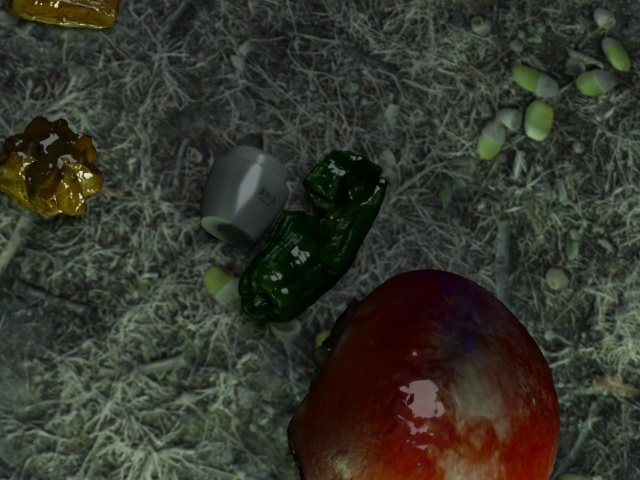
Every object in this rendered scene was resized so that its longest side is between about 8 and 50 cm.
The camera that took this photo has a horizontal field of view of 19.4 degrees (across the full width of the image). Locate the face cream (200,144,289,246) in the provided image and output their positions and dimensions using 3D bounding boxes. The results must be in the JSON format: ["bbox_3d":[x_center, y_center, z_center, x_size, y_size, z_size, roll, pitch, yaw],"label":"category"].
[{"bbox_3d":[-0.085,-0.049,2.055,0.091,0.091,0.095,25,69,-4],"label":"face cream"}]

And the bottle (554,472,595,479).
[{"bbox_3d":[0.244,0.346,1.973,0.072,0.072,0.201,29,61,-2],"label":"bottle"}]

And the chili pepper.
[{"bbox_3d":[-0.001,-0.001,2.059,0.099,0.083,0.253,56,46,-24],"label":"chili pepper"}]

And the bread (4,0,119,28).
[{"bbox_3d":[-0.291,-0.282,2.127,0.132,0.053,0.074,6,68,-14],"label":"bread"}]

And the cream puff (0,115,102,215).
[{"bbox_3d":[-0.290,-0.080,2.005,0.116,0.094,0.122,-10,72,-18],"label":"cream puff"}]

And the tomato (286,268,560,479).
[{"bbox_3d":[0.138,0.163,1.950,0.290,0.176,0.335,32,48,-2],"label":"tomato"}]
